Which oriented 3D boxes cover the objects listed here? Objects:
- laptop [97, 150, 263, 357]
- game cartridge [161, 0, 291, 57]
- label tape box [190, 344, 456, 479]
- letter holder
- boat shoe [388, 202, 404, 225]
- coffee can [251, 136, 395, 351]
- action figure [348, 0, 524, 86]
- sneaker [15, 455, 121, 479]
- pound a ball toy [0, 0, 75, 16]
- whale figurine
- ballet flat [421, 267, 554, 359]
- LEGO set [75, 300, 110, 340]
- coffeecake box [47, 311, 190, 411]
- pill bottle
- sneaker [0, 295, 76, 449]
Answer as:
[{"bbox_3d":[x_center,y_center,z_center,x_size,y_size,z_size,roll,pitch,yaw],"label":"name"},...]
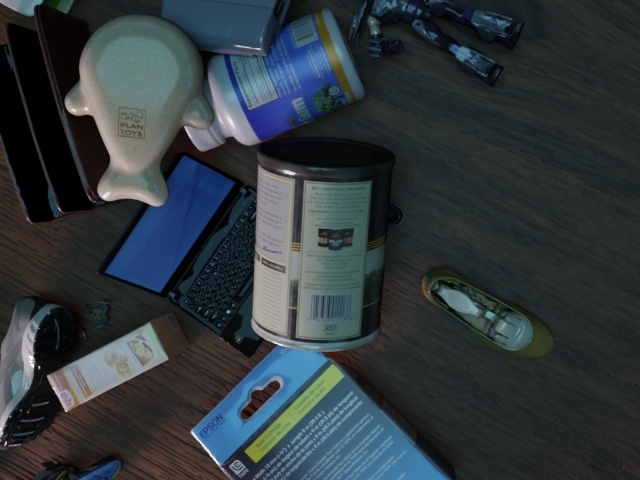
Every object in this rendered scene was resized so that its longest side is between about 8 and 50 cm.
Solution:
[{"bbox_3d":[-0.162,0.027,1.606,0.264,0.136,0.234,36,97,3],"label":"laptop"},{"bbox_3d":[-0.124,-0.421,1.548,0.198,0.062,0.297,13,73,17],"label":"game cartridge"},{"bbox_3d":[0.007,0.336,1.623,0.347,0.115,0.249,45,97,4],"label":"label tape box"},{"bbox_3d":[-0.424,-0.188,1.581,0.152,0.214,0.302,-16,92,7],"label":"letter holder"},{"bbox_3d":[0.063,-0.053,1.624,0.142,0.040,0.049,10,95,5],"label":"boat shoe"},{"bbox_3d":[0.000,0.000,1.526,0.201,0.201,0.275,6,108,6],"label":"coffee can"},{"bbox_3d":[0.162,-0.347,1.569,0.285,0.099,0.185,26,101,7],"label":"action figure"},{"bbox_3d":[-0.423,0.392,1.689,0.188,0.067,0.078,-19,57,-4],"label":"sneaker"},{"bbox_3d":[-0.418,-0.507,1.563,0.136,0.208,0.319,28,97,3],"label":"pound a ball toy"},{"bbox_3d":[-0.259,-0.191,1.493,0.216,0.141,0.272,5,102,0],"label":"whale figurine"},{"bbox_3d":[0.259,0.122,1.599,0.232,0.073,0.080,29,97,3],"label":"ballet flat"},{"bbox_3d":[-0.373,0.128,1.696,0.083,0.023,0.054,-27,88,20],"label":"LEGO set"},{"bbox_3d":[-0.317,0.190,1.630,0.185,0.142,0.068,-28,90,7],"label":"coffeecake box"},{"bbox_3d":[-0.080,-0.237,1.572,0.272,0.152,0.152,-22,91,8],"label":"pill bottle"},{"bbox_3d":[-0.483,0.218,1.685,0.108,0.100,0.271,26,103,34],"label":"sneaker"}]
